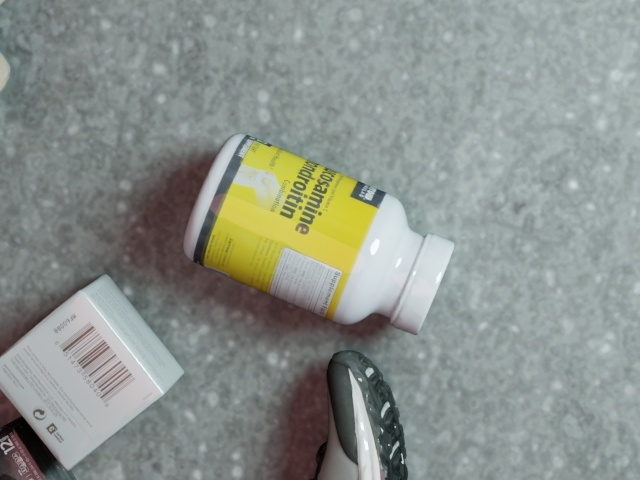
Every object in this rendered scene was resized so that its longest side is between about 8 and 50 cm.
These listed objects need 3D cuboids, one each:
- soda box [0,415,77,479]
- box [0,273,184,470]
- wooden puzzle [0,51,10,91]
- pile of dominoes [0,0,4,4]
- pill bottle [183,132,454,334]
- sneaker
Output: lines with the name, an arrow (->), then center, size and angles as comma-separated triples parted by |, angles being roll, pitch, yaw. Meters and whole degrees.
soda box -> -0.207, 0.220, 1.434 | 0.053, 0.060, 0.169 | -31, 94, 11
box -> -0.176, 0.098, 1.399 | 0.102, 0.087, 0.101 | -38, 92, 11
wooden puzzle -> -0.452, -0.088, 1.358 | 0.322, 0.080, 0.348 | 38, 89, 9
pile of dominoes -> -0.336, -0.185, 1.332 | 0.196, 0.251, 0.040 | 31, 141, 10
pill bottle -> 0.000, 0.000, 1.357 | 0.184, 0.103, 0.103 | 23, 100, 2
sneaker -> 0.011, 0.217, 1.392 | 0.108, 0.100, 0.272 | 2, 98, 11
